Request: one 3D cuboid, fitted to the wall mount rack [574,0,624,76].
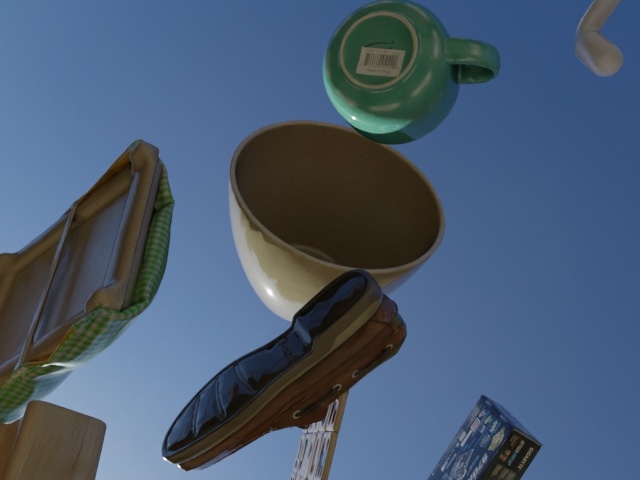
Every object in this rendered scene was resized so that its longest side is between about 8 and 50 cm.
[{"bbox_3d":[0.278,-0.036,0.238,0.350,0.304,0.130,20,-64,-23],"label":"wall mount rack"}]

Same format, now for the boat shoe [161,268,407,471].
[{"bbox_3d":[-0.033,0.169,0.657,0.307,0.110,0.104,-37,-66,2],"label":"boat shoe"}]

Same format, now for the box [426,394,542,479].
[{"bbox_3d":[0.230,0.359,0.889,0.051,0.175,0.220,33,-90,1],"label":"box"}]

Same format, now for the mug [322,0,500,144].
[{"bbox_3d":[0.079,-0.177,0.575,0.158,0.097,0.129,-36,-106,13],"label":"mug"}]

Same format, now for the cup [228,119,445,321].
[{"bbox_3d":[0.000,0.000,0.940,0.331,0.331,0.237,36,-45,15],"label":"cup"}]

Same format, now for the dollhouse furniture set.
[{"bbox_3d":[-0.142,0.114,0.378,0.198,0.151,0.301,-30,-140,25],"label":"dollhouse furniture set"}]

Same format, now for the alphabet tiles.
[{"bbox_3d":[-0.019,0.304,0.749,0.011,0.285,0.342,17,-110,-2],"label":"alphabet tiles"}]
